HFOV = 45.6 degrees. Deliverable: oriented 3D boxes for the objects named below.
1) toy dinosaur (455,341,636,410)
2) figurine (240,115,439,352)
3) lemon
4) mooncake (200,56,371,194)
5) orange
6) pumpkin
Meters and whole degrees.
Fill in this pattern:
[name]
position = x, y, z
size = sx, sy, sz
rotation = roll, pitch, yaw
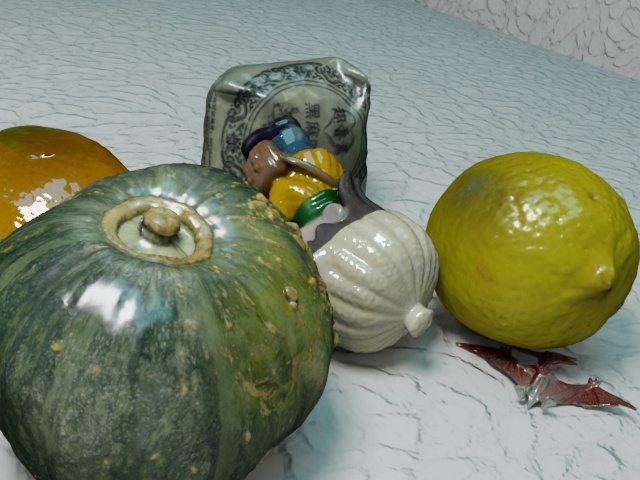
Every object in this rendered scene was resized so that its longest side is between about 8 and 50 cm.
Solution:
[toy dinosaur]
position = 0.260, 0.160, 0.900
size = 0.220, 0.032, 0.108
rotation = 20, 33, 24
[figurine]
position = 0.024, -0.019, 0.936
size = 0.204, 0.185, 0.332
rotation = -19, 56, 10
[lemon]
position = 0.255, 0.012, 0.944
size = 0.267, 0.267, 0.267
rotation = 7, 28, -4
[mooncake]
position = -0.050, -0.144, 1.137
size = 0.250, 0.255, 0.136
rotation = -5, 20, -20
[orange]
position = -0.343, -0.027, 0.901
size = 0.262, 0.196, 0.334
rotation = -24, 41, -28
[pumpkin]
position = -0.132, 0.084, 0.683
size = 0.291, 0.258, 0.327
rotation = 41, 42, 26
